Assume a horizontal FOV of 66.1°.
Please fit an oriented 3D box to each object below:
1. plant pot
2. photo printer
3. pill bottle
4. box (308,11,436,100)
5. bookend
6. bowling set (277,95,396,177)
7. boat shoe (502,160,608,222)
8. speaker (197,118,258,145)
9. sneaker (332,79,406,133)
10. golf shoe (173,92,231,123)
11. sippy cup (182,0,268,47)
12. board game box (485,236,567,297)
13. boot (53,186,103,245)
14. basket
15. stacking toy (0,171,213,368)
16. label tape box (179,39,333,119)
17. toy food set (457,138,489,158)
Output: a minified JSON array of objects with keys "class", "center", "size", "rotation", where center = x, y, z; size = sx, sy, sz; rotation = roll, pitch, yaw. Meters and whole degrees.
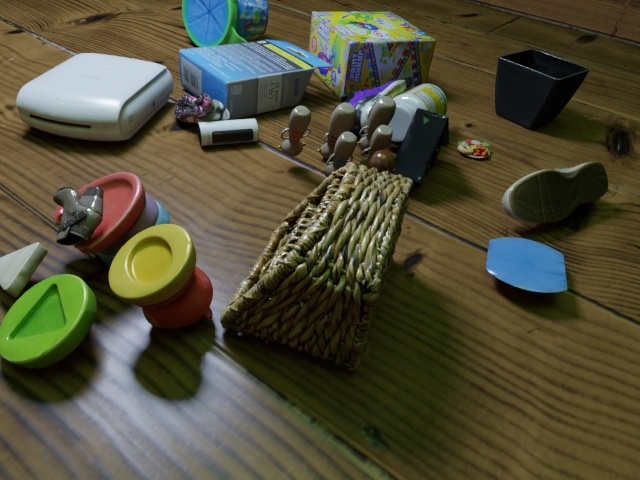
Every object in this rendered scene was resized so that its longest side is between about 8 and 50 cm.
[{"class":"plant pot","center":[0.613,-0.431,1.418],"size":[0.187,0.167,0.188],"rotation":[-24,49,-34]},{"class":"photo printer","center":[-0.524,-0.338,1.159],"size":[0.255,0.107,0.308],"rotation":[10,38,3]},{"class":"pill bottle","center":[0.233,-0.319,1.243],"size":[0.117,0.118,0.208],"rotation":[25,37,21]},{"class":"box","center":[0.144,-0.573,1.508],"size":[0.279,0.177,0.290],"rotation":[-9,42,-20]},{"class":"bookend","center":[0.227,-0.189,1.111],"size":[0.072,0.156,0.157],"rotation":[22,85,18]},{"class":"bowling set","center":[0.065,-0.186,1.070],"size":[0.286,0.154,0.200],"rotation":[-11,61,-24]},{"class":"boat shoe","center":[0.485,-0.102,1.052],"size":[0.302,0.109,0.098],"rotation":[-18,6,-28]},{"class":"speaker","center":[-0.216,-0.252,1.146],"size":[0.136,0.055,0.055],"rotation":[-9,41,-20]},{"class":"sneaker","center":[0.128,-0.366,1.312],"size":[0.146,0.102,0.293],"rotation":[13,31,28]},{"class":"golf shoe","center":[-0.291,-0.309,1.192],"size":[0.086,0.068,0.186],"rotation":[22,-1,-43]},{"class":"sippy cup","center":[-0.302,-0.759,1.648],"size":[0.239,0.306,0.224],"rotation":[0,16,39]},{"class":"board game box","center":[0.364,0.052,0.884],"size":[0.133,0.033,0.169],"rotation":[13,33,15]},{"class":"boot","center":[-0.366,-0.034,0.723],"size":[0.118,0.042,0.087],"rotation":[-7,61,31]},{"class":"basket","center":[0.000,0.000,0.740],"size":[0.222,0.214,0.299],"rotation":[17,39,10]},{"class":"stacking toy","center":[-0.320,0.059,0.741],"size":[0.279,0.130,0.309],"rotation":[-37,49,-10]},{"class":"label tape box","center":[-0.176,-0.459,1.368],"size":[0.347,0.115,0.249],"rotation":[-22,47,-35]},{"class":"toy food set","center":[0.390,-0.234,1.251],"size":[0.083,0.020,0.083],"rotation":[15,39,10]}]
